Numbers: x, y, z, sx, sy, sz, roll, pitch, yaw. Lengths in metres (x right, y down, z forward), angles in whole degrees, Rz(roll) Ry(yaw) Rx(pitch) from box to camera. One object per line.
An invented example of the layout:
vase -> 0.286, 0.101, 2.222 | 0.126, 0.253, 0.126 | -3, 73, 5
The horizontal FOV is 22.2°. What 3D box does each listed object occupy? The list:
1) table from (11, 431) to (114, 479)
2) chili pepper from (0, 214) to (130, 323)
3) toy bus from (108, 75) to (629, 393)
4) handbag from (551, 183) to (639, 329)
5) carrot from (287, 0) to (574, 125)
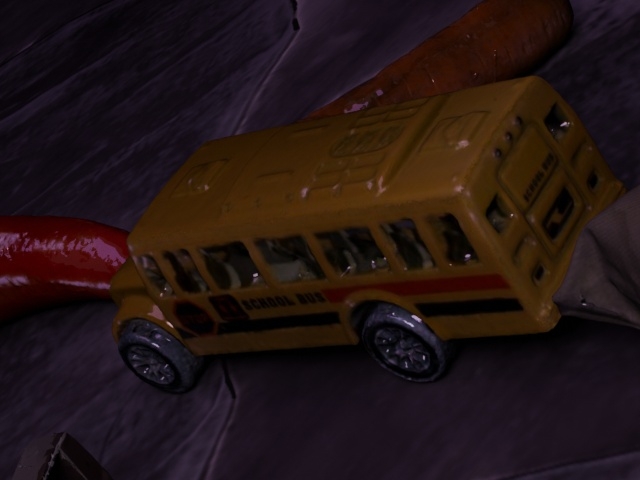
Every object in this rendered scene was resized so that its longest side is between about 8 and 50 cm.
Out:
table -> -0.116, 0.198, 0.717 | 0.062, 0.146, 0.175 | -23, 30, 24
chili pepper -> -0.268, 0.049, 1.198 | 0.368, 0.092, 0.137 | -27, 39, 23
toy bus -> 0.000, 0.000, 0.922 | 0.336, 0.123, 0.121 | -7, 39, 44
handbag -> 0.253, -0.029, 0.655 | 0.253, 0.109, 0.316 | -37, 12, -10
carrot -> 0.060, -0.097, 1.044 | 0.248, 0.059, 0.059 | -31, 25, -15
